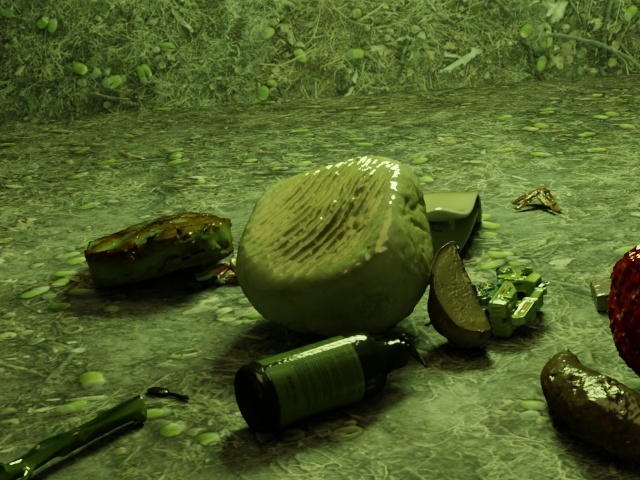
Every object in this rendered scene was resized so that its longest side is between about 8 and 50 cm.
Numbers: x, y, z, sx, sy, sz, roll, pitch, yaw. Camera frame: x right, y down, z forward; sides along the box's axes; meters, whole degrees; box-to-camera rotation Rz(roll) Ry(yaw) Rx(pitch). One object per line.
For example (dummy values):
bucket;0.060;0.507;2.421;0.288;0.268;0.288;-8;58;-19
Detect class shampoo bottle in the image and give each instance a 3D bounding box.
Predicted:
shampoo bottle;0.019;0.192;1.719;0.283;0.101;0.101;-15;21;-28

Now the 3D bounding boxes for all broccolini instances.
broccolini;-0.363;0.299;1.577;0.392;0.074;0.079;-24;-15;-47

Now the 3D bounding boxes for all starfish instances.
starfish;0.474;-0.096;2.566;0.133;0.041;0.130;7;20;30

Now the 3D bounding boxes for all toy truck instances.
toy truck;0.317;0.102;1.955;0.100;0.077;0.169;3;18;30

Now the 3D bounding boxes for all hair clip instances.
hair clip;0.236;-0.049;2.372;0.172;0.113;0.282;-2;18;8

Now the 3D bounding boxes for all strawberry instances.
strawberry;0.521;0.113;1.644;0.238;0.250;0.288;4;45;8

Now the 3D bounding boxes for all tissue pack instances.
tissue pack;0.493;0.089;2.014;0.063;0.035;0.083;-3;18;5

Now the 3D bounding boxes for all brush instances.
brush;-0.231;0.232;1.807;0.083;0.008;0.024;8;19;34

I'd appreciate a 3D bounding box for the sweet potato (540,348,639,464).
sweet potato;0.374;0.221;1.558;0.114;0.092;0.341;6;14;-24

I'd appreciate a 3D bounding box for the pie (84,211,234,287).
pie;-0.309;0.009;2.310;0.288;0.103;0.354;-13;8;-7

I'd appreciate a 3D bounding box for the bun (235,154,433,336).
bun;0.039;0.029;1.985;0.352;0.227;0.349;20;56;44

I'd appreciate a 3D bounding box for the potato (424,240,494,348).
potato;0.198;0.100;1.896;0.089;0.101;0.172;-14;65;-16

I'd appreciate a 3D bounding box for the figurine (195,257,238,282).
figurine;-0.184;0.059;2.262;0.109;0.047;0.064;-15;26;-1
